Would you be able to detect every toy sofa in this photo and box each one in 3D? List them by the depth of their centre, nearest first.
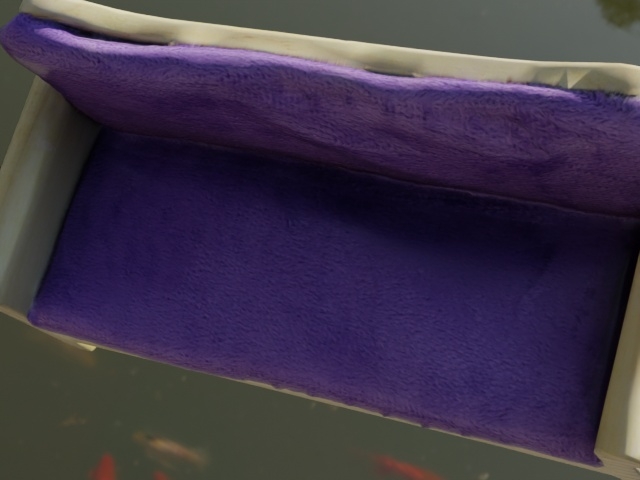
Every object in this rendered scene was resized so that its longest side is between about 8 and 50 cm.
[{"bbox_3d":[0.000,0.000,0.621,0.362,0.150,0.177,11,-14,23],"label":"toy sofa"}]
